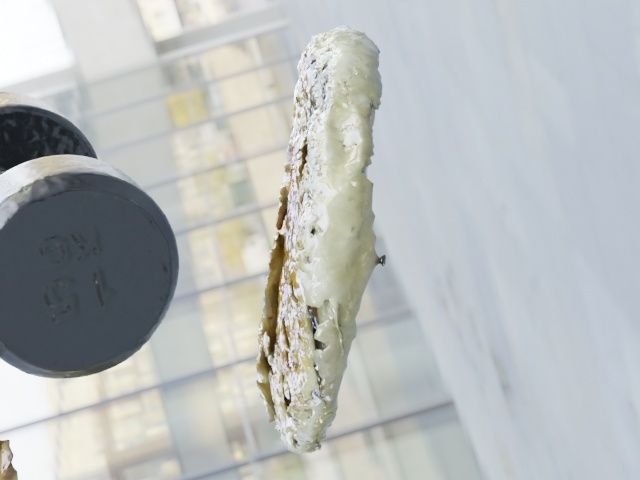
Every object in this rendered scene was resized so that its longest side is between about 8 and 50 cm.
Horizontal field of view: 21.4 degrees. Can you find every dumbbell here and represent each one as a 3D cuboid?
[{"bbox_3d":[-0.280,-0.012,1.649,0.322,0.204,0.203,38,148,60],"label":"dumbbell"}]

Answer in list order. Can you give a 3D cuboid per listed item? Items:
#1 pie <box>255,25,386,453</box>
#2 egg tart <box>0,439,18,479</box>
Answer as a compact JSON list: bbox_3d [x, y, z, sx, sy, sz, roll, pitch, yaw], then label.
[{"bbox_3d":[0.000,0.000,1.083,0.274,0.055,0.274,-173,90,-84],"label":"pie"},{"bbox_3d":[-0.323,0.187,1.067,0.095,0.279,0.278,-164,57,-80],"label":"egg tart"}]
